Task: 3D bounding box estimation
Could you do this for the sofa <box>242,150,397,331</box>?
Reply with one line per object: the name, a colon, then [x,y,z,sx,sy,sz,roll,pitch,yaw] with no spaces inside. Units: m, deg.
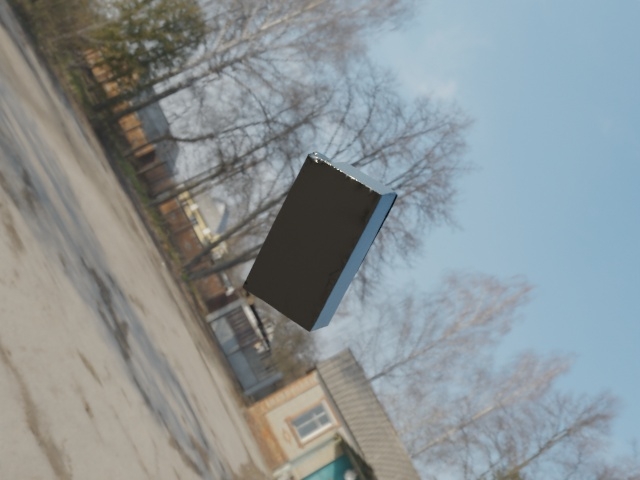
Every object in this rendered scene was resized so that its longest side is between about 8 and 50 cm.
sofa: [0.000,0.000,0.624,0.085,0.147,0.060,30,14,17]
